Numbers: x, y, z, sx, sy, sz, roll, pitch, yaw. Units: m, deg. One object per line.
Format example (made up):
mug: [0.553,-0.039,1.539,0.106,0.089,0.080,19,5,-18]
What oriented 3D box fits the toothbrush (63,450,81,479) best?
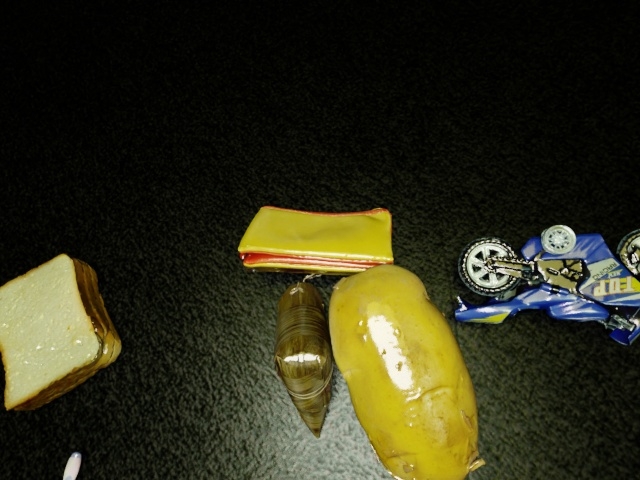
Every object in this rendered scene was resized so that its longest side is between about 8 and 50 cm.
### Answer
toothbrush: [-0.402,0.454,0.585,0.021,0.027,0.269,20,70,-24]

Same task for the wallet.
wallet: [0.000,0.000,0.671,0.241,0.067,0.141,3,38,7]

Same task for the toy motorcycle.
toy motorcycle: [0.361,0.069,0.597,0.315,0.113,0.169,-4,79,15]

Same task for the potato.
potato: [0.117,0.182,0.558,0.172,0.140,0.300,-17,77,-13]

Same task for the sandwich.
sandwich: [-0.457,0.148,0.682,0.186,0.065,0.215,-32,70,-6]

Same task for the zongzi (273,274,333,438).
zongzi: [-0.020,0.175,0.631,0.084,0.184,0.187,-7,33,3]
